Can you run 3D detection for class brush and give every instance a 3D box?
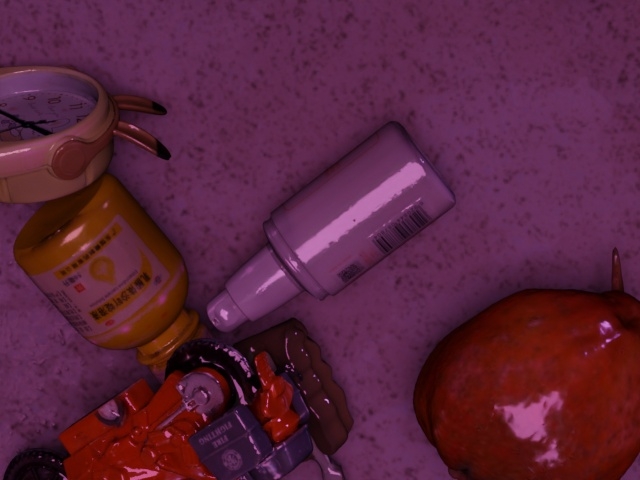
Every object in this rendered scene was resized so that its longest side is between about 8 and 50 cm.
[{"bbox_3d":[0.008,0.215,1.873,0.084,0.071,0.301,-21,107,20],"label":"brush"}]

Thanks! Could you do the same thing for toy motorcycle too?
[{"bbox_3d":[-0.139,0.236,1.803,0.326,0.148,0.221,-34,92,26],"label":"toy motorcycle"}]

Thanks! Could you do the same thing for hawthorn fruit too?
[{"bbox_3d":[0.218,0.126,1.789,0.210,0.210,0.262,40,85,-5],"label":"hawthorn fruit"}]

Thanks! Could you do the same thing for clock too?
[{"bbox_3d":[-0.255,-0.097,1.777,0.232,0.170,0.069,-7,122,-4],"label":"clock"}]

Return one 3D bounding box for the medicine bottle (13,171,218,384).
[{"bbox_3d":[-0.177,0.050,1.815,0.122,0.122,0.212,-37,111,6],"label":"medicine bottle"}]

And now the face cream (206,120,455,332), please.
[{"bbox_3d":[0.000,0.000,1.815,0.252,0.101,0.101,-37,96,6],"label":"face cream"}]
